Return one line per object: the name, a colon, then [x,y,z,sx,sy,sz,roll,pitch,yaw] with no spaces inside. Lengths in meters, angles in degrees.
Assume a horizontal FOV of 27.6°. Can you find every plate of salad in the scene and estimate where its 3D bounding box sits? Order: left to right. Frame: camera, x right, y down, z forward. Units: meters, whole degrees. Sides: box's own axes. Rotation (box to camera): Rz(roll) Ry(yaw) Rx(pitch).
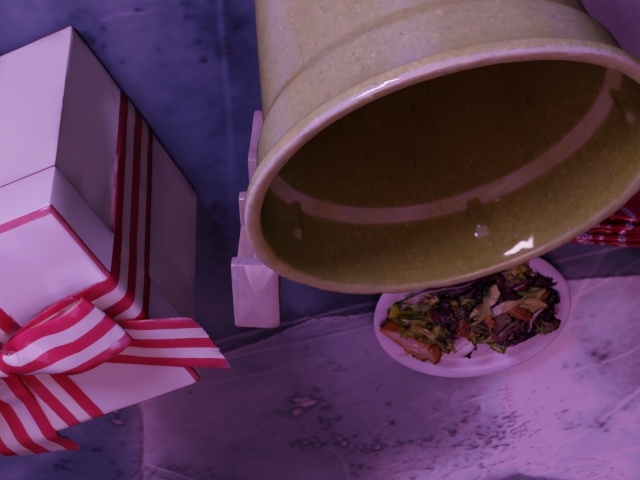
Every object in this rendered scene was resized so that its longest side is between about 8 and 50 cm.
plate of salad: [0.153,0.082,1.307,0.199,0.048,0.200,-2,135,-2]

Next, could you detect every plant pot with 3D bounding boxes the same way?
plant pot: [0.062,-0.140,0.871,0.276,0.254,0.276,-10,152,-6]

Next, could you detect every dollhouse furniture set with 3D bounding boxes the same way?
dollhouse furniture set: [0.000,0.000,1.106,0.129,0.184,0.129,2,136,3]

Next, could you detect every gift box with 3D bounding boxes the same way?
gift box: [-0.227,0.024,1.070,0.255,0.258,0.276,-24,131,19]

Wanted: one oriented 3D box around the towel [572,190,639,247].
towel: [0.125,-0.068,1.050,0.274,0.199,0.031,4,123,-10]
